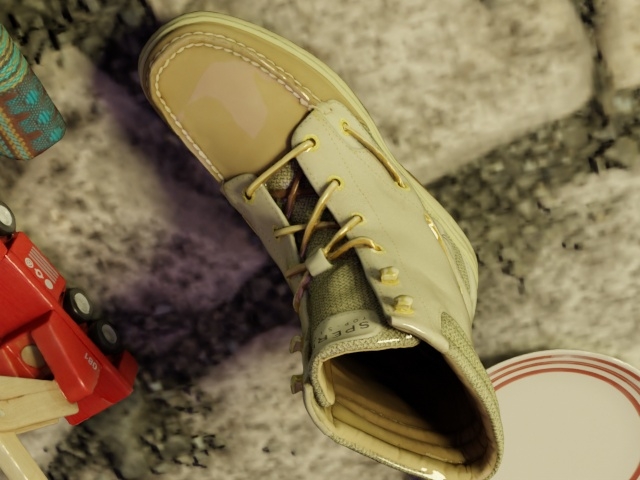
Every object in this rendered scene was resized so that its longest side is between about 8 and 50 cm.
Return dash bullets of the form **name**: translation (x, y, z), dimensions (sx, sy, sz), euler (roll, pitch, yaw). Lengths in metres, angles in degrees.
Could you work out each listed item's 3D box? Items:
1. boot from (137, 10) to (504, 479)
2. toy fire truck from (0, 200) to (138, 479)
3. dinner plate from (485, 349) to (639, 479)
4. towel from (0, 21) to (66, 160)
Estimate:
- **boot**: translation (0.000, 0.000, 0.515), dimensions (0.077, 0.165, 0.213), euler (-39, 111, 20)
- **toy fire truck**: translation (-0.144, 0.076, 0.580), dimensions (0.047, 0.135, 0.192), euler (-30, 113, 17)
- **dinner plate**: translation (0.131, 0.117, 0.657), dimensions (0.141, 0.017, 0.141), euler (1, 119, 3)
- **towel**: translation (-0.269, -0.135, 0.384), dimensions (0.271, 0.040, 0.370), euler (8, 156, 14)
